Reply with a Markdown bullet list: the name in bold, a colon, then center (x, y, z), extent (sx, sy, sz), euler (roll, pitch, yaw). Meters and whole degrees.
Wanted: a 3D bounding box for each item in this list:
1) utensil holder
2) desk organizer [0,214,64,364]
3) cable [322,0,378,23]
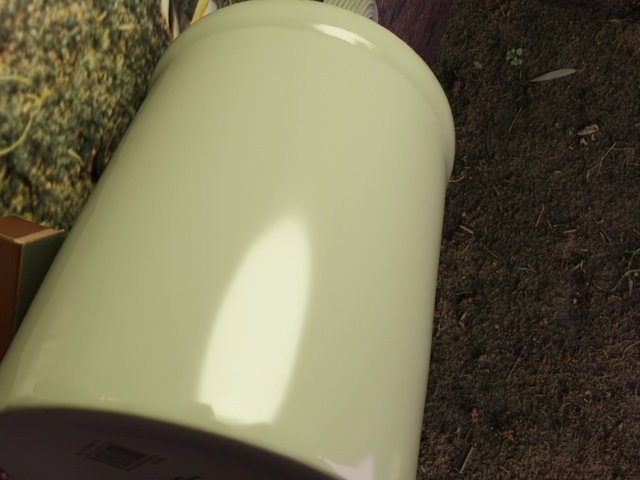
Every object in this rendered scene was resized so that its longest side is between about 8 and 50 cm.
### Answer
- **utensil holder**: center (-0.054, 0.037, 0.536), extent (0.327, 0.327, 0.385), euler (94, 7, -52)
- **desk organizer**: center (-0.250, 0.049, 0.489), extent (0.047, 0.050, 0.130), euler (-40, 147, -70)
- **cable**: center (0.039, -0.352, 1.176), extent (0.257, 0.089, 0.257), euler (80, 30, -68)
